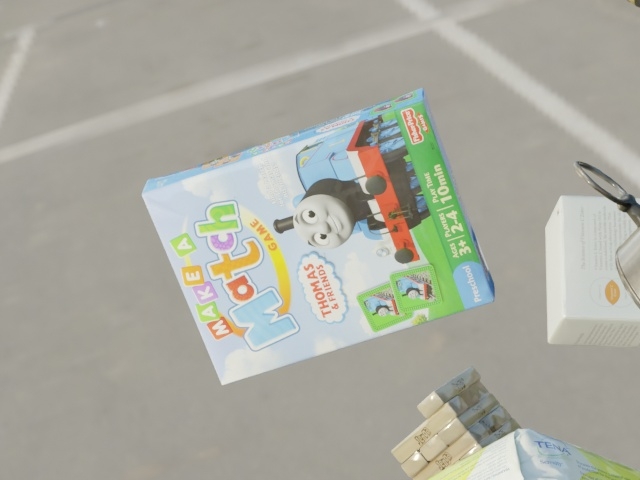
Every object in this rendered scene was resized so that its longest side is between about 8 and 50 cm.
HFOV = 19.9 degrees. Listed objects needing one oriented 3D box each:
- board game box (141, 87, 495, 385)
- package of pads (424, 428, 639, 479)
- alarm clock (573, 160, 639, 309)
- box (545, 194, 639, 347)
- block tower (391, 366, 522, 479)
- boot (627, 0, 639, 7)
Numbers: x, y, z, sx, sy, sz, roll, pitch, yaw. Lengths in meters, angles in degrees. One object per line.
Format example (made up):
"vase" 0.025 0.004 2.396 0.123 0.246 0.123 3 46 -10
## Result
"board game box" 0.000 0.000 1.307 0.211 0.160 0.039 -18 19 11
"package of pads" 0.194 0.270 1.503 0.229 0.296 0.101 -36 45 37
"alarm clock" 0.216 0.017 1.013 0.064 0.192 0.129 -54 -11 22
"box" 0.313 0.033 1.799 0.170 0.130 0.091 3 -20 -2
"block tower" 0.213 0.289 1.813 0.097 0.335 0.091 -45 -10 30
"boot" 0.273 -0.380 1.756 0.269 0.236 0.089 36 7 29
